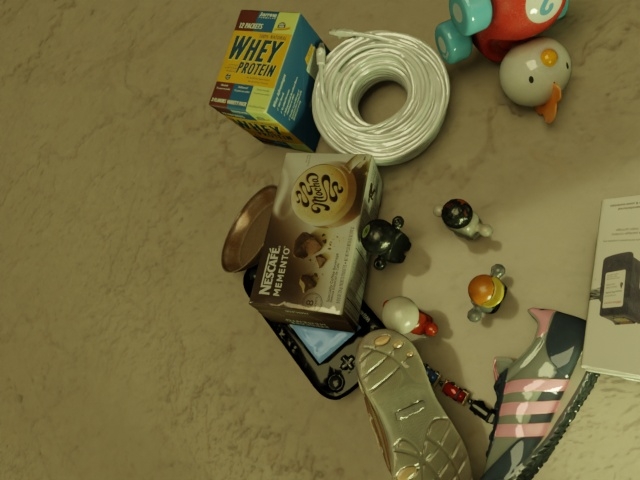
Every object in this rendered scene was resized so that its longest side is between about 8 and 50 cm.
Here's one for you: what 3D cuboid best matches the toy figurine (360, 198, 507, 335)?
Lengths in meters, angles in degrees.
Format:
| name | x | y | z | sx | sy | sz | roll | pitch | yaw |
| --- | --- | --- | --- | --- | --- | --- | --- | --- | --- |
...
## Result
| name | x | y | z | sx | sy | sz | roll | pitch | yaw |
| --- | --- | --- | --- | --- | --- | --- | --- | --- | --- |
| toy figurine | 0.187 | 0.044 | 0.876 | 0.210 | 0.148 | 0.212 | -18 | 71 | 21 |

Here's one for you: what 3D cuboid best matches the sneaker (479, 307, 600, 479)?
| name | x | y | z | sx | sy | sz | roll | pitch | yaw |
| --- | --- | --- | --- | --- | --- | --- | --- | --- | --- |
| sneaker | 0.303 | 0.249 | 0.806 | 0.131 | 0.112 | 0.318 | 31 | 86 | 37 |

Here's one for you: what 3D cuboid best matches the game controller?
| name | x | y | z | sx | sy | sz | roll | pitch | yaw |
| --- | --- | --- | --- | --- | --- | --- | --- | --- | --- |
| game controller | -0.011 | 0.132 | 0.996 | 0.166 | 0.067 | 0.319 | -45 | 64 | 10 |

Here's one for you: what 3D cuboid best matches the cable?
| name | x | y | z | sx | sy | sz | roll | pitch | yaw |
| --- | --- | --- | --- | --- | --- | --- | --- | --- | --- |
| cable | 0.110 | -0.264 | 1.000 | 0.257 | 0.089 | 0.256 | 7 | 84 | 15 |

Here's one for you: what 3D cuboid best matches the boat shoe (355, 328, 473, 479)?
| name | x | y | z | sx | sy | sz | roll | pitch | yaw |
| --- | --- | --- | --- | --- | --- | --- | --- | --- | --- |
| boat shoe | 0.139 | 0.289 | 0.822 | 0.123 | 0.116 | 0.324 | -16 | 85 | -7 |

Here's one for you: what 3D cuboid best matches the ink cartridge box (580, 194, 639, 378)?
| name | x | y | z | sx | sy | sz | roll | pitch | yaw |
| --- | --- | --- | --- | --- | --- | --- | --- | --- | --- |
| ink cartridge box | 0.459 | 0.074 | 0.717 | 0.100 | 0.172 | 0.237 | -6 | 71 | 65 |

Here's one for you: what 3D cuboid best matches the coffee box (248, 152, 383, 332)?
| name | x | y | z | sx | sy | sz | roll | pitch | yaw |
| --- | --- | --- | --- | --- | --- | --- | --- | --- | --- |
| coffee box | 0.000 | 0.000 | 0.955 | 0.168 | 0.119 | 0.296 | 5 | 69 | 20 |

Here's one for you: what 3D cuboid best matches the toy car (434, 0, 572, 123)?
| name | x | y | z | sx | sy | sz | roll | pitch | yaw |
| --- | --- | --- | --- | --- | --- | --- | --- | --- | --- |
| toy car | 0.344 | -0.309 | 0.866 | 0.219 | 0.210 | 0.237 | -24 | 86 | -1 |

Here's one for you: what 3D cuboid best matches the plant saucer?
| name | x | y | z | sx | sy | sz | roll | pitch | yaw |
| --- | --- | --- | --- | --- | --- | --- | --- | --- | --- |
| plant saucer | -0.128 | -0.018 | 1.063 | 0.199 | 0.036 | 0.198 | -38 | 34 | 32 |

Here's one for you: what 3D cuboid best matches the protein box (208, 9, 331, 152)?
| name | x | y | z | sx | sy | sz | roll | pitch | yaw |
| --- | --- | --- | --- | --- | --- | --- | --- | --- | --- |
| protein box | -0.080 | -0.308 | 1.054 | 0.136 | 0.201 | 0.199 | 15 | 85 | 28 |

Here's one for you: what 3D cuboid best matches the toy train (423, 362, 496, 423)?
| name | x | y | z | sx | sy | sz | roll | pitch | yaw |
| --- | --- | --- | --- | --- | --- | --- | --- | --- | --- |
| toy train | 0.217 | 0.248 | 0.877 | 0.158 | 0.036 | 0.027 | 31 | 92 | 28 |
